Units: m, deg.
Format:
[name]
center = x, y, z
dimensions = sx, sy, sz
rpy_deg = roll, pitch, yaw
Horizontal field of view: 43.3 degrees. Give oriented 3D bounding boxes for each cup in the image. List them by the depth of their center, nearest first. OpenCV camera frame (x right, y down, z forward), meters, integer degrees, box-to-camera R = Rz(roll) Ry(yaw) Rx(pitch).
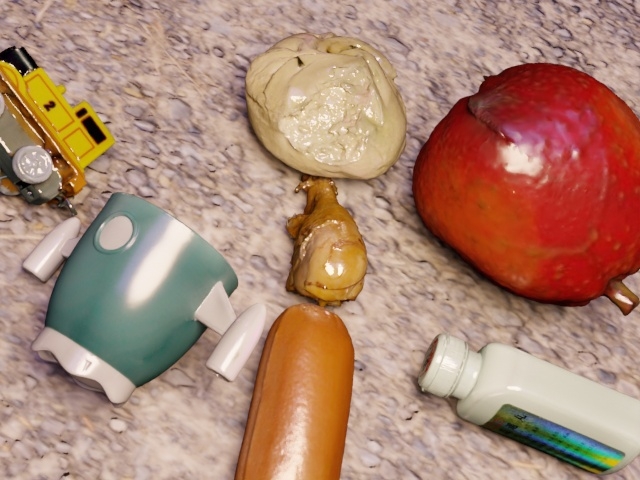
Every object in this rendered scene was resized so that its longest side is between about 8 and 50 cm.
[cup]
center = -0.195, 0.069, 0.814
dimensions = 0.299, 0.167, 0.173
rpy_deg = 21, 67, 29

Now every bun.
[bun]
center = 0.013, -0.180, 0.991
dimensions = 0.209, 0.116, 0.237
rpy_deg = -8, 51, -25

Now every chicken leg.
[chicken leg]
center = 0.002, -0.002, 0.937
dimensions = 0.085, 0.101, 0.208
rpy_deg = 5, 42, -14

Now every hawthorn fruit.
[hawthorn fruit]
center = 0.261, -0.049, 0.916
dimensions = 0.265, 0.265, 0.307
rpy_deg = -38, 81, -26

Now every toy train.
[toy train]
center = -0.320, -0.129, 0.886
dimensions = 0.127, 0.089, 0.219
rpy_deg = -46, 110, -34

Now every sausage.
[sausage]
center = -0.025, 0.195, 0.814
dimensions = 0.105, 0.105, 0.274
rpy_deg = 13, 61, -6

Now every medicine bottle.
[medicine bottle]
center = 0.221, 0.172, 0.867
dimensions = 0.228, 0.121, 0.083
rpy_deg = 22, 61, 0
